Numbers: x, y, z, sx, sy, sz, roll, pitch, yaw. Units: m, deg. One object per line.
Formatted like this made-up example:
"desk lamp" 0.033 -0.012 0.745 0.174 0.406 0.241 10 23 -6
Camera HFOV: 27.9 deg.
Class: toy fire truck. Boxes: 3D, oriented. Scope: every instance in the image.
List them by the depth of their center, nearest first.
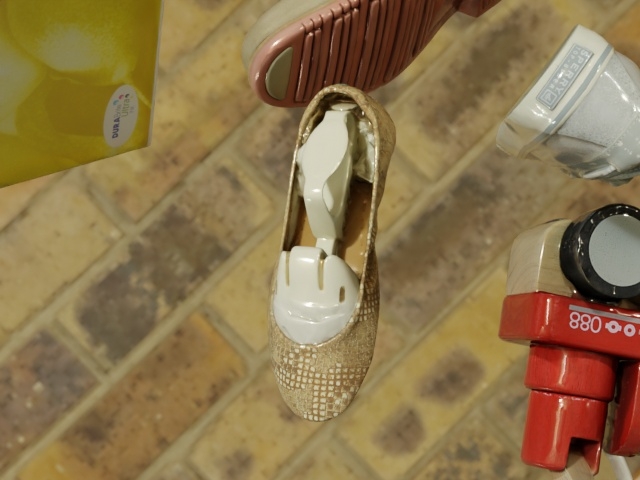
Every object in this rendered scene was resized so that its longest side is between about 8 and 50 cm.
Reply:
"toy fire truck" 0.220 0.115 0.790 0.158 0.217 0.246 160 121 -77

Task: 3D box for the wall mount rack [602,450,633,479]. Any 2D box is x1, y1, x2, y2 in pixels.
"wall mount rack" 0.347 0.237 1.021 0.350 0.304 0.130 -32 -43 21

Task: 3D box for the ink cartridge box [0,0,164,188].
"ink cartridge box" -0.222 -0.133 0.660 0.307 0.072 0.303 -22 -32 -29

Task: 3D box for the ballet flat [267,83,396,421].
"ballet flat" 0.000 0.000 0.753 0.067 0.073 0.206 50 -138 -61

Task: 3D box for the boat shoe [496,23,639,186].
"boat shoe" 0.150 -0.062 0.710 0.079 0.081 0.227 -52 -5 8

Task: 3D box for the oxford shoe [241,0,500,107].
"oxford shoe" 0.054 -0.254 1.236 0.397 0.146 0.140 -33 -24 -34
